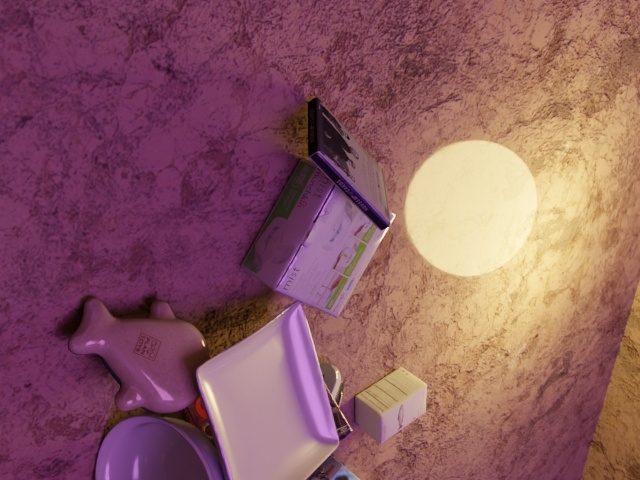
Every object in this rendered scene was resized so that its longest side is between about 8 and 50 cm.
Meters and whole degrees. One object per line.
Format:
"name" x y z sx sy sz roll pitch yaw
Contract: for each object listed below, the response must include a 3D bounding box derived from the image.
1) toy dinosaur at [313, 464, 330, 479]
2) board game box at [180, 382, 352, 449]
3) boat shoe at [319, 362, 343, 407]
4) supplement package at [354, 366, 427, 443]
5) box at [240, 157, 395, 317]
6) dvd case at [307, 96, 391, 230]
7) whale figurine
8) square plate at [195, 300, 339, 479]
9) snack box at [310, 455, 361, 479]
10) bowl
"toy dinosaur" -0.015 0.559 2.014 0.118 0.064 0.268 22 98 -43
"board game box" -0.113 0.389 1.705 0.346 0.208 0.056 -14 148 -41
"boat shoe" -0.026 0.460 1.870 0.335 0.121 0.119 -60 143 -17
"supplement package" 0.190 0.442 2.115 0.179 0.105 0.105 -26 130 -33
"box" 0.000 0.000 1.644 0.231 0.126 0.262 28 92 -49
"dvd case" 0.057 -0.151 1.554 0.029 0.179 0.238 -29 128 24
"whale figurine" -0.337 0.209 1.437 0.272 0.141 0.216 31 60 -30
"square plate" -0.103 0.338 1.556 0.347 0.049 0.344 -30 109 -53
"snack box" 0.050 0.735 2.179 0.187 0.060 0.322 -50 139 -11
"bowl" -0.284 0.468 1.526 0.134 0.297 0.298 -8 119 -60
